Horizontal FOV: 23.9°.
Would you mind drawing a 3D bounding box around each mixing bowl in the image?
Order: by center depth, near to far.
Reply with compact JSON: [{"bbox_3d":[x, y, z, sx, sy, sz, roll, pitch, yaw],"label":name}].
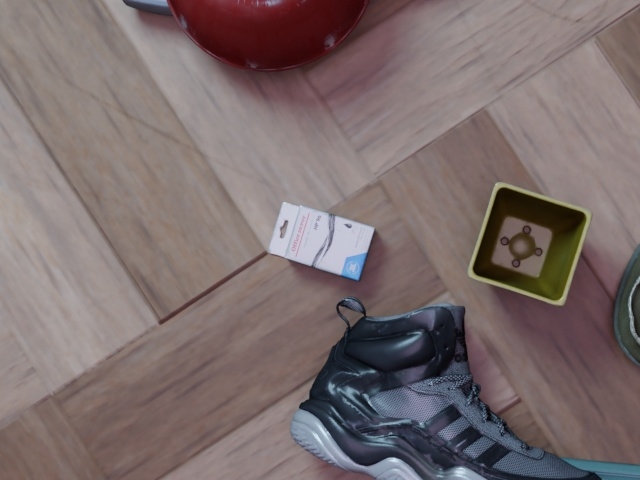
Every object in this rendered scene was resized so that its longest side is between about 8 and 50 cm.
[{"bbox_3d":[-0.045,-0.231,1.201,0.181,0.098,0.181,0,88,2],"label":"mixing bowl"}]

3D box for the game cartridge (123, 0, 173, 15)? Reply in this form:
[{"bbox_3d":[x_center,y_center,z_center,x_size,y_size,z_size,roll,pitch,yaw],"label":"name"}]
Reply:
[{"bbox_3d":[-0.032,-0.289,1.275,0.294,0.060,0.196,-8,85,3],"label":"game cartridge"}]

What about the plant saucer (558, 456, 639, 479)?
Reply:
[{"bbox_3d":[0.285,0.223,1.261,0.192,0.018,0.067,5,88,4],"label":"plant saucer"}]

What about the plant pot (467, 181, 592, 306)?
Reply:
[{"bbox_3d":[0.169,0.004,1.239,0.082,0.083,0.081,18,90,4],"label":"plant pot"}]

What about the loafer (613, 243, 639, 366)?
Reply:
[{"bbox_3d":[0.326,-0.005,1.229,0.094,0.087,0.251,32,90,3],"label":"loafer"}]

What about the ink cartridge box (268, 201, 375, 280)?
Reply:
[{"bbox_3d":[0.000,0.000,1.276,0.083,0.028,0.048,17,89,4],"label":"ink cartridge box"}]

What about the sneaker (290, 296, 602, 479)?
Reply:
[{"bbox_3d":[0.118,0.133,1.225,0.269,0.101,0.153,16,91,8],"label":"sneaker"}]
